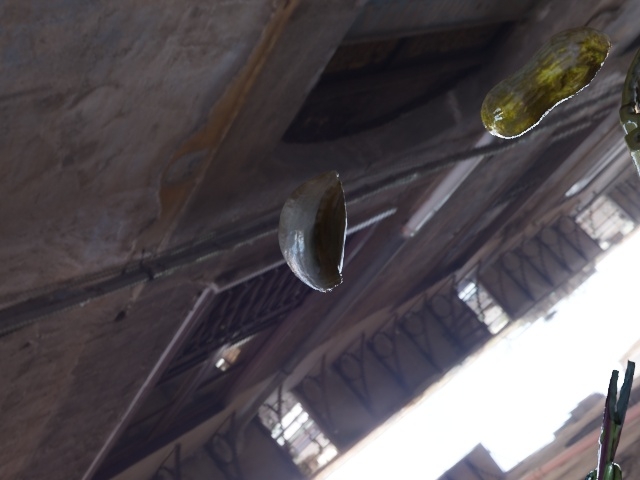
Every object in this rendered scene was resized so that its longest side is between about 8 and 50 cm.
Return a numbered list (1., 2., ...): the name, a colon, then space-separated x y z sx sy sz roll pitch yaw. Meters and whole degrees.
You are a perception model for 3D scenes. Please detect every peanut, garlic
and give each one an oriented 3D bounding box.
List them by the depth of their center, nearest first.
1. peanut: 0.318 -0.227 1.152 0.087 0.207 0.087 48 -168 -13
2. garlic: -0.012 -0.005 1.240 0.102 0.195 0.087 -13 -163 -34

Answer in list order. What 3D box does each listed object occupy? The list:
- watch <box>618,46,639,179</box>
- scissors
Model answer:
1. watch: 0.250 -0.102 0.422 0.102 0.165 0.268 54 -139 -36
2. scissors: 0.325 0.227 0.911 0.020 0.133 0.187 17 -111 7
